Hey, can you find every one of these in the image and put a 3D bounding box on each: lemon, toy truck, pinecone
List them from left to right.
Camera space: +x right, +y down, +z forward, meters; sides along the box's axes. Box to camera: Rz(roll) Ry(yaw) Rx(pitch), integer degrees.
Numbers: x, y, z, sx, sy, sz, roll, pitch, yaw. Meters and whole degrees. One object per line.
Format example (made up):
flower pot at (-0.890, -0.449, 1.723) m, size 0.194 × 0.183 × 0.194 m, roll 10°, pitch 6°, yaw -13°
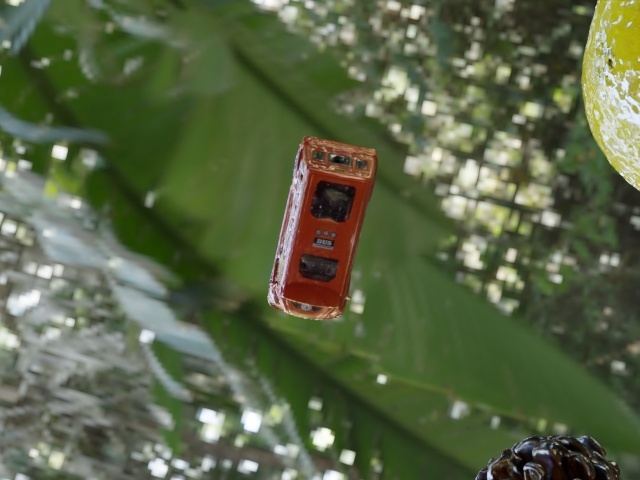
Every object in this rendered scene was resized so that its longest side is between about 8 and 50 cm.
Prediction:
toy truck at (0.000, 0.000, 2.085) m, size 0.114 × 0.107 × 0.252 m, roll -88°, pitch 9°, yaw -63°
pinecone at (0.305, 0.400, 2.162) m, size 0.296 × 0.242 × 0.298 m, roll 46°, pitch -142°, yaw -61°
lemon at (0.412, -0.170, 1.612) m, size 0.336 × 0.336 × 0.336 m, roll 14°, pitch -90°, yaw -70°
